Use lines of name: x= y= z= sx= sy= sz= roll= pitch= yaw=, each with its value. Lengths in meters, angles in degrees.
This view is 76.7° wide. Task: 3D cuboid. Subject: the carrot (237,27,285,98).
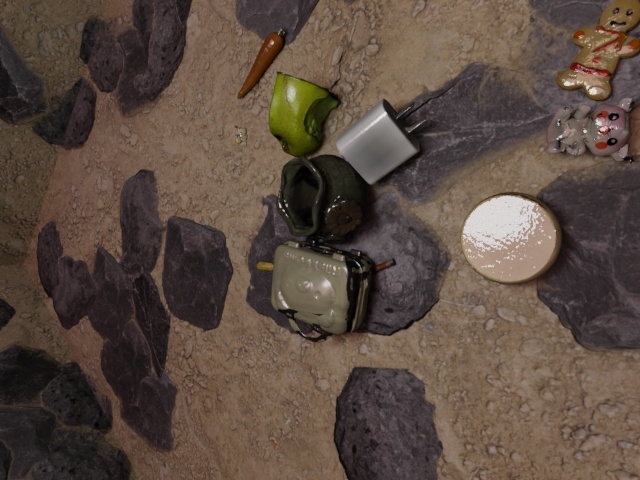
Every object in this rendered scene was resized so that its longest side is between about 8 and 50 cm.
carrot: x=-0.239 y=-0.695 z=1.609 sx=0.336 sy=0.069 sz=0.069 roll=-48 pitch=66 yaw=28

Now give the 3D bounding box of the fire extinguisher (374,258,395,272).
fire extinguisher: x=0.211 y=0.087 z=1.345 sx=0.083 sy=0.022 sz=0.028 roll=-28 pitch=106 yaw=31

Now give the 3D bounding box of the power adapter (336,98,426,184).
power adapter: x=0.202 y=-0.320 z=1.249 sx=0.255 sy=0.124 sz=0.187 roll=-35 pitch=113 yaw=29

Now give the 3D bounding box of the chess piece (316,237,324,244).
chess piece: x=0.000 y=0.000 z=1.475 sx=0.093 sy=0.042 sz=0.042 roll=-21 pitch=79 yaw=38

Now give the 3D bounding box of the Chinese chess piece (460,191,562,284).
Chinese chess piece: x=0.512 y=-0.006 z=1.098 sx=0.250 sy=0.097 sz=0.251 roll=0 pitch=90 yaw=34

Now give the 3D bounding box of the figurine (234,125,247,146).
figurine: x=-0.338 y=-0.433 z=1.685 sx=0.047 sy=0.050 sz=0.084 roll=-11 pitch=84 yaw=39

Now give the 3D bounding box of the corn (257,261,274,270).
corn: x=-0.216 y=0.104 z=1.622 sx=0.092 sy=0.037 sz=0.037 roll=5 pitch=94 yaw=31

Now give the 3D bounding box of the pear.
pear: x=-0.074 y=-0.420 z=1.396 sx=0.163 sy=0.238 sz=0.256 roll=29 pitch=105 yaw=24

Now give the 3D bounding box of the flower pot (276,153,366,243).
flower pot: x=0.006 y=-0.129 z=1.326 sx=0.301 sy=0.213 sz=0.302 roll=13 pitch=106 yaw=55

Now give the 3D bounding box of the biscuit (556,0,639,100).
biscuit: x=0.701 y=-0.479 z=1.003 sx=0.153 sy=0.030 sz=0.235 roll=34 pitch=110 yaw=26

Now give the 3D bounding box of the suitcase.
suitcase: x=-0.009 y=0.183 z=1.388 sx=0.351 sy=0.193 sz=0.340 roll=15 pitch=106 yaw=32

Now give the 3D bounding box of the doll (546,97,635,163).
doll: x=0.664 y=-0.266 z=0.993 sx=0.191 sy=0.095 sz=0.150 roll=8 pitch=102 yaw=32
